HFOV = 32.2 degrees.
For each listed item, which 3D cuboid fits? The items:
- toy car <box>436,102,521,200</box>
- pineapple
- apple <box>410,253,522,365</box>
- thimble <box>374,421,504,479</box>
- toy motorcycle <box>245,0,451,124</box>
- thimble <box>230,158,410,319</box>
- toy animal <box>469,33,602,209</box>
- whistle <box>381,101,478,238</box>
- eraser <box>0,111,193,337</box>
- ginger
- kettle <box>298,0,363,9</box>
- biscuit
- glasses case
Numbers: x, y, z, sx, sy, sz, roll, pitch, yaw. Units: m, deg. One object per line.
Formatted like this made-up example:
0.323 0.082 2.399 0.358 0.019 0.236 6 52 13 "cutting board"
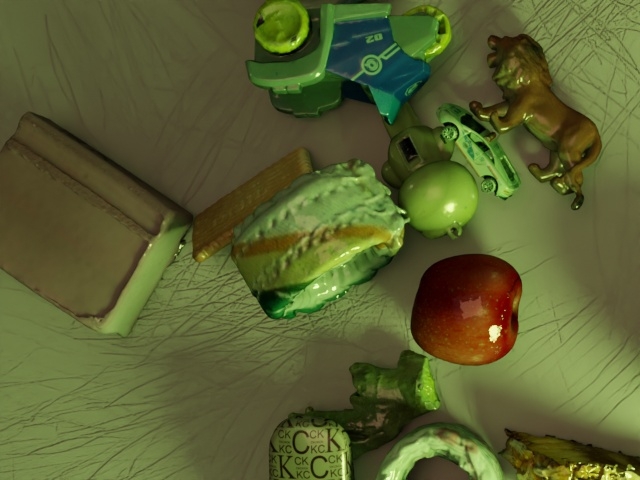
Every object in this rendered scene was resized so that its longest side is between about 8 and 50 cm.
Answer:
0.256 -0.149 1.778 0.058 0.093 0.186 -38 88 31 "toy car"
0.418 0.399 1.684 0.334 0.158 0.161 13 89 17 "pineapple"
0.234 0.108 1.758 0.168 0.181 0.181 12 89 18 "apple"
0.182 0.391 1.763 0.211 0.149 0.185 -34 78 11 "thimble"
0.051 -0.289 1.837 0.326 0.191 0.200 1 80 14 "toy motorcycle"
0.000 0.000 1.789 0.288 0.254 0.167 -37 76 31 "thimble"
0.359 -0.205 1.792 0.157 0.097 0.312 -43 77 3 "toy animal"
0.177 -0.119 1.839 0.141 0.141 0.294 -27 48 13 "whistle"
-0.445 -0.026 2.004 0.359 0.122 0.272 34 95 17 "eraser"
0.067 0.284 1.843 0.290 0.089 0.137 -39 94 15 "ginger"
-0.013 -0.539 1.883 0.342 0.247 0.319 45 127 2 "kettle"
-0.117 -0.061 1.905 0.249 0.160 0.030 -33 116 10 "biscuit"
-0.009 0.456 1.811 0.137 0.085 0.355 1 104 15 "glasses case"
